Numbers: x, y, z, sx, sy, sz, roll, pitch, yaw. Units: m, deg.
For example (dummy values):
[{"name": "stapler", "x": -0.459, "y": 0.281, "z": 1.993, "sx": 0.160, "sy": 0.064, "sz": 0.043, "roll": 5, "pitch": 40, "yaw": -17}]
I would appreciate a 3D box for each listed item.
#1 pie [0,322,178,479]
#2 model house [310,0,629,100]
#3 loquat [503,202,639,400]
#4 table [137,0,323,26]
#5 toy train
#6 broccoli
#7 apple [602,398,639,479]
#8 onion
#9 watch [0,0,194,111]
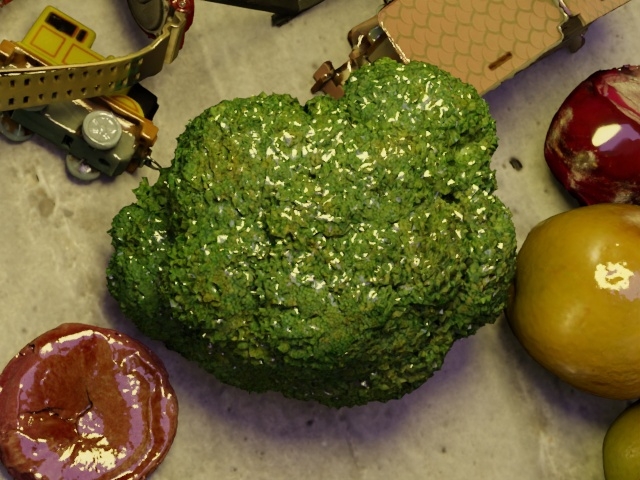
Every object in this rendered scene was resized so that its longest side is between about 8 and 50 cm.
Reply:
[{"name": "pie", "x": -0.228, "y": 0.167, "z": 1.664, "sx": 0.182, "sy": 0.049, "sz": 0.182, "roll": 2, "pitch": 82, "yaw": -13}, {"name": "model house", "x": 0.165, "y": -0.236, "z": 1.764, "sx": 0.326, "sy": 0.244, "sz": 0.169, "roll": -31, "pitch": 90, "yaw": -18}, {"name": "loquat", "x": 0.311, "y": 0.065, "z": 1.732, "sx": 0.213, "sy": 0.246, "sz": 0.213, "roll": -15, "pitch": 112, "yaw": -44}, {"name": "table", "x": -0.030, "y": -0.371, "z": 1.642, "sx": 0.272, "sy": 0.335, "sz": 0.222, "roll": -25, "pitch": 83, "yaw": 20}, {"name": "toy train", "x": -0.243, "y": -0.145, "z": 1.711, "sx": 0.219, "sy": 0.089, "sz": 0.127, "roll": 30, "pitch": 62, "yaw": -7}, {"name": "broccoli", "x": 0.006, "y": 0.006, "z": 1.641, "sx": 0.413, "sy": 0.310, "sz": 0.321, "roll": -39, "pitch": 83, "yaw": 15}, {"name": "apple", "x": 0.370, "y": 0.242, "z": 1.747, "sx": 0.157, "sy": 0.196, "sz": 0.196, "roll": -6, "pitch": 78, "yaw": 13}, {"name": "onion", "x": 0.329, "y": -0.078, "z": 1.817, "sx": 0.173, "sy": 0.135, "sz": 0.198, "roll": -11, "pitch": 55, "yaw": -39}, {"name": "watch", "x": -0.253, "y": -0.212, "z": 1.648, "sx": 0.268, "sy": 0.102, "sz": 0.164, "roll": -13, "pitch": 60, "yaw": -24}]
